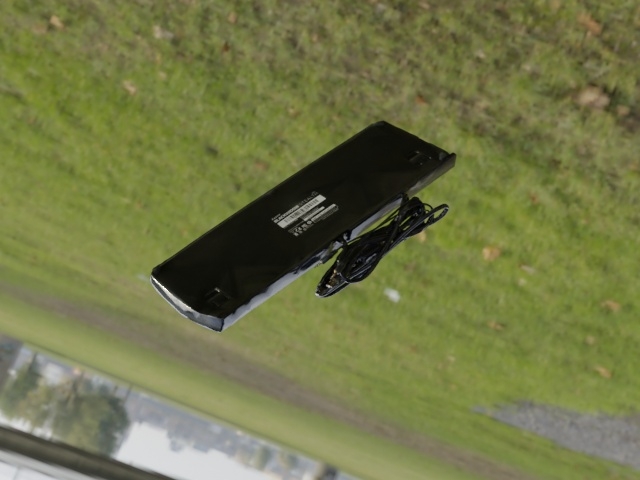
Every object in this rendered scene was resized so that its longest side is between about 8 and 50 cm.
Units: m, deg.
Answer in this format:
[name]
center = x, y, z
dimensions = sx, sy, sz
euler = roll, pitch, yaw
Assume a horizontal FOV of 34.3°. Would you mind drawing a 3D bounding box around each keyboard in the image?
[keyboard]
center = 0.000, 0.000, 0.624
dimensions = 0.100, 0.192, 0.038
euler = 34, 151, 42
